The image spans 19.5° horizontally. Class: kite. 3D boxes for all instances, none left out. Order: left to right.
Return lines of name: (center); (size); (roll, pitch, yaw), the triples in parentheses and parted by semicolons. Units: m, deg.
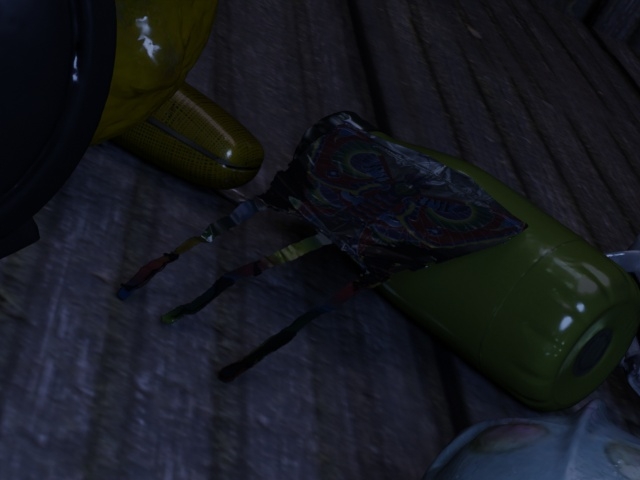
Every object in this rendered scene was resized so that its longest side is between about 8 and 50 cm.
kite: (0.000, 0.000, 1.127); (0.152, 0.015, 0.285); (30, 39, 24)

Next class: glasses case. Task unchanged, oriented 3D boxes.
glasses case: (-0.144, -0.107, 1.306); (0.234, 0.064, 0.079); (32, 14, 13)

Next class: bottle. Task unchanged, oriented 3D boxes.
bottle: (0.088, 0.003, 1.260); (0.260, 0.112, 0.112); (38, 19, 30)

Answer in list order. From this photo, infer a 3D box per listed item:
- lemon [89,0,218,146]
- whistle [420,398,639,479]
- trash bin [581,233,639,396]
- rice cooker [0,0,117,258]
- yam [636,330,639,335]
lemon: (-0.176, -0.168, 1.149); (0.253, 0.228, 0.228); (18, 12, 23)
whistle: (0.088, 0.165, 0.788); (0.142, 0.134, 0.346); (33, 26, 6)
trash bin: (0.390, -0.014, 1.311); (0.296, 0.368, 0.256); (23, 25, -15)
rice cooker: (-0.225, -0.114, 0.909); (0.227, 0.241, 0.280); (-121, -174, -67)
yam: (0.363, 0.103, 1.517); (0.327, 0.045, 0.045); (25, 39, -12)
